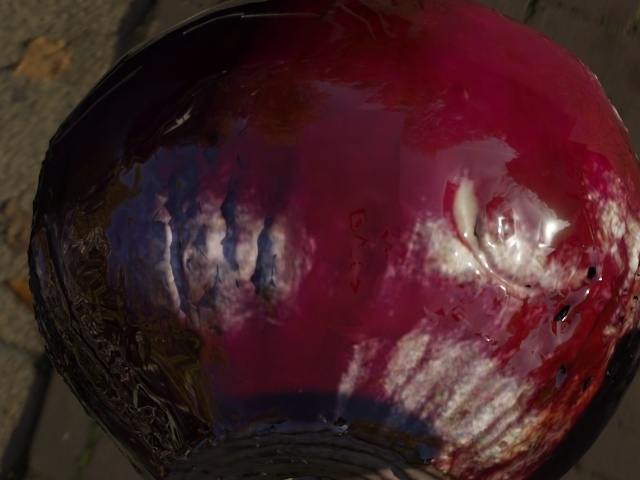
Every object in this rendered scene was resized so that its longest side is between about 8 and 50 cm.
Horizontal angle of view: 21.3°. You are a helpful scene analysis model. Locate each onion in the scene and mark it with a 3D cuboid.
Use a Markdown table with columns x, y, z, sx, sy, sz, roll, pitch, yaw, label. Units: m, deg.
| x | y | z | sx | sy | sz | roll | pitch | yaw | label |
| --- | --- | --- | --- | --- | --- | --- | --- | --- | --- |
| 0.000 | 0.000 | 0.868 | 0.336 | 0.282 | 0.260 | 11 | 153 | 16 | onion |
